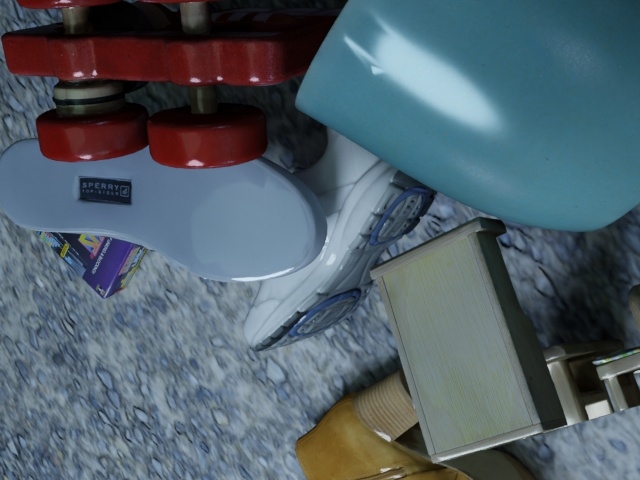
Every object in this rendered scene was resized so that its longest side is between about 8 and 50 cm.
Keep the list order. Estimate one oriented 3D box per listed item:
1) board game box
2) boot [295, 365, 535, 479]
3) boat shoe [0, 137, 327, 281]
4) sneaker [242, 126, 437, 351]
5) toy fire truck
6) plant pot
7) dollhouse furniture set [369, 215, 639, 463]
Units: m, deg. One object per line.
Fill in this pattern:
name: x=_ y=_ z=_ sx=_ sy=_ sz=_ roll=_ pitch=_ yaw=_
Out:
board game box: x=-0.270 y=-0.036 z=1.050 sx=0.141 sy=0.048 sz=0.170 roll=42 pitch=123 yaw=13
boot: x=0.112 y=0.289 z=0.916 sx=0.295 sy=0.104 sz=0.211 roll=51 pitch=129 yaw=12
boat shoe: x=-0.146 y=-0.039 z=0.891 sx=0.367 sy=0.156 sz=0.136 roll=7 pitch=98 yaw=23
sneaker: x=0.000 y=0.000 z=0.887 sx=0.129 sy=0.111 sz=0.297 roll=51 pitch=121 yaw=25
toy fire truck: x=-0.121 y=-0.180 z=0.790 sx=0.302 sy=0.254 sz=0.169 roll=6 pitch=111 yaw=27
plant pot: x=0.161 y=-0.146 z=0.630 sx=0.235 sy=0.293 sz=0.293 roll=37 pitch=122 yaw=-2
dollhouse furniture set: x=0.174 y=0.083 z=0.730 sx=0.212 sy=0.242 sz=0.161 roll=-27 pitch=70 yaw=34
